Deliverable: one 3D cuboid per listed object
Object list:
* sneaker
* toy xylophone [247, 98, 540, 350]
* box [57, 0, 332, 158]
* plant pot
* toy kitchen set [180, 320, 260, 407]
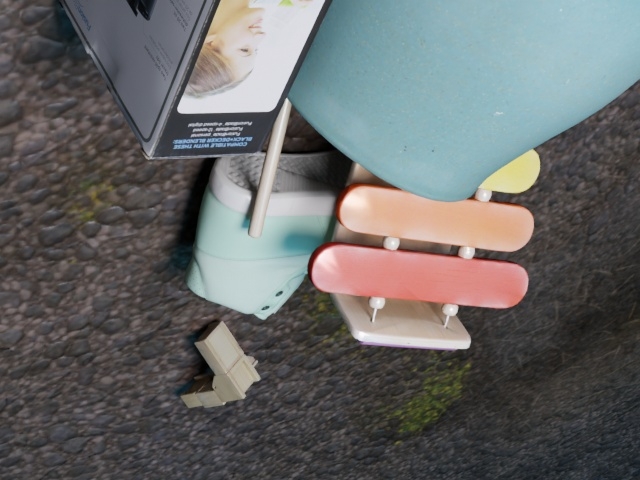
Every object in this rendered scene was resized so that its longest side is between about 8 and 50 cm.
[{"bbox_3d":[-0.001,0.000,1.157,0.256,0.094,0.151,3,131,-28],"label":"sneaker"},{"bbox_3d":[0.071,-0.067,1.038,0.236,0.081,0.322,-1,110,-25],"label":"toy xylophone"},{"bbox_3d":[-0.057,-0.209,0.778,0.087,0.169,0.290,-5,138,-36],"label":"box"},{"bbox_3d":[0.103,-0.175,0.841,0.272,0.271,0.255,10,128,-44],"label":"plant pot"},{"bbox_3d":[-0.105,0.116,1.296,0.083,0.075,0.068,-16,-156,41],"label":"toy kitchen set"}]
